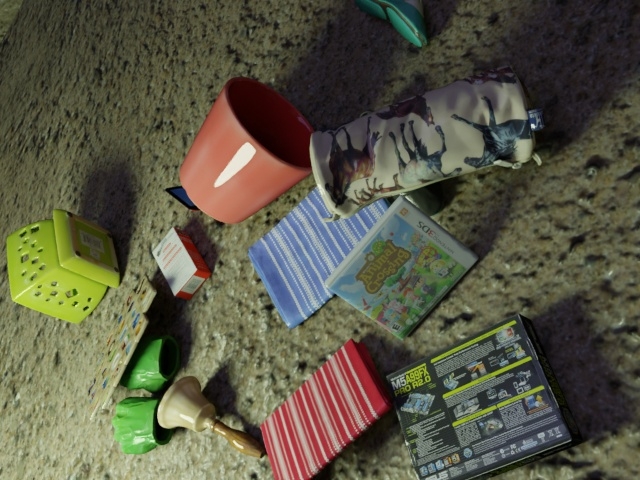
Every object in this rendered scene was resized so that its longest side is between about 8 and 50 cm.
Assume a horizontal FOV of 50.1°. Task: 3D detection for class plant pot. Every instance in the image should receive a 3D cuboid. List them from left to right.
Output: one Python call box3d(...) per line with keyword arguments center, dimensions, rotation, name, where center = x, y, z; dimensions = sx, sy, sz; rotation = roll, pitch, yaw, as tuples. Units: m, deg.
box3d(center=(-0.686, 0.059, 1.858), dimensions=(0.207, 0.228, 0.227), rotation=(-34, 54, 16), name="plant pot")
box3d(center=(-0.172, -0.185, 1.537), dimensions=(0.243, 0.275, 0.275), rotation=(-43, 51, 29), name="plant pot")

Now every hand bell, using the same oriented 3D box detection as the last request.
box3d(center=(-0.215, 0.397, 1.453), dimensions=(0.242, 0.126, 0.126), rotation=(23, 88, 28), name="hand bell")

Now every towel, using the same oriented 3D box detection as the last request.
box3d(center=(0.000, 0.000, 1.461), dimensions=(0.336, 0.040, 0.243), rotation=(-43, 53, 17), name="towel")
box3d(center=(0.006, 0.330, 1.281), dimensions=(0.275, 0.031, 0.199), rotation=(-45, 31, 10), name="towel")

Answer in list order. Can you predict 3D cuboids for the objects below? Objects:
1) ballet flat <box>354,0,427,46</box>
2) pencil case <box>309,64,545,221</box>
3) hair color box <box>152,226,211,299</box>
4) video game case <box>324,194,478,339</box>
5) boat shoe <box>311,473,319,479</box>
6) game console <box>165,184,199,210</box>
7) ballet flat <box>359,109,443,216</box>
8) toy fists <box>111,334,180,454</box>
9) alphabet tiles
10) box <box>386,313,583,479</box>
box3d(center=(0.172, -0.513, 1.502), dimensions=(0.087, 0.083, 0.247), rotation=(-43, 53, -1), name="ballet flat")
box3d(center=(0.180, -0.165, 1.220), dimensions=(0.411, 0.160, 0.183), rotation=(-18, 76, 7), name="pencil case")
box3d(center=(-0.346, 0.056, 1.700), dimensions=(0.093, 0.053, 0.167), rotation=(-48, 52, 14), name="hair color box")
box3d(center=(0.147, 0.054, 1.234), dimensions=(0.212, 0.193, 0.023), rotation=(-49, 20, 12), name="video game case")
box3d(center=(-0.053, 0.478, 1.298), dimensions=(0.066, 0.066, 0.183), rotation=(26, 90, 40), name="boat shoe")
box3d(center=(-0.299, -0.140, 1.718), dimensions=(0.144, 0.085, 0.124), rotation=(34, 95, 40), name="game console")
box3d(center=(0.146, -0.160, 1.371), dimensions=(0.095, 0.096, 0.280), rotation=(-41, 53, 16), name="ballet flat")
box3d(center=(-0.409, 0.358, 1.608), dimensions=(0.142, 0.096, 0.279), rotation=(-13, 64, 26), name="toy fists")
box3d(center=(-0.495, 0.256, 1.690), dimensions=(0.342, 0.011, 0.285), rotation=(-64, 24, 0), name="alphabet tiles")
box3d(center=(0.261, 0.276, 1.137), dimensions=(0.270, 0.060, 0.216), rotation=(-32, 55, 24), name="box")
